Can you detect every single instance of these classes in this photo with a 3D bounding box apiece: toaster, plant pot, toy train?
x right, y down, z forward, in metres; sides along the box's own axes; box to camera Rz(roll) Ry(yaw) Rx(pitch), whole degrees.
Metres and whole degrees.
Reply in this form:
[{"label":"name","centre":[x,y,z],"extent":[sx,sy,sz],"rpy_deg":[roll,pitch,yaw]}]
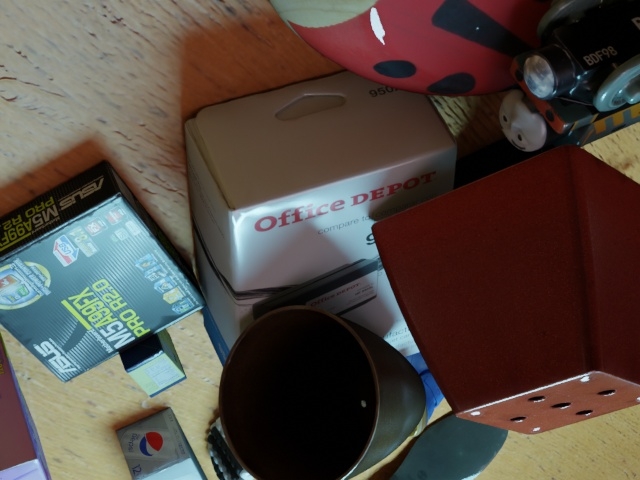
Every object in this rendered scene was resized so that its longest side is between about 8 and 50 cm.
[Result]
[{"label":"toaster","centre":[0.264,-0.042,1.831],"extent":[0.168,0.185,0.110],"rpy_deg":[-27,138,-2]},{"label":"plant pot","centre":[0.252,0.077,1.581],"extent":[0.267,0.235,0.267],"rpy_deg":[-23,153,31]},{"label":"plant pot","centre":[0.029,0.191,1.696],"extent":[0.215,0.215,0.230],"rpy_deg":[-43,156,20]},{"label":"toy train","centre":[0.339,-0.196,1.503],"extent":[0.334,0.142,0.190],"rpy_deg":[-25,157,-27]}]

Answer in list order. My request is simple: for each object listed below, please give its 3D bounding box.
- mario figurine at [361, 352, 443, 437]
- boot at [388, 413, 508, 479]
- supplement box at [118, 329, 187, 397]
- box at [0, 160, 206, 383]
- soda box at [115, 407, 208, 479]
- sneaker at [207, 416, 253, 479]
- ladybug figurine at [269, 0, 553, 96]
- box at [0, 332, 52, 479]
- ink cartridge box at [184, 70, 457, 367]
[{"label":"mario figurine","centre":[0.142,0.154,1.976],"extent":[0.320,0.198,0.170],"rpy_deg":[-35,142,-55]},{"label":"boot","centre":[0.201,0.383,2.389],"extent":[0.305,0.112,0.115],"rpy_deg":[-44,170,14]},{"label":"supplement box","centre":[-0.226,0.145,1.834],"extent":[0.056,0.083,0.083],"rpy_deg":[-28,142,2]},{"label":"box","centre":[-0.287,0.046,1.700],"extent":[0.216,0.060,0.270],"rpy_deg":[-29,143,1]},{"label":"soda box","centre":[-0.215,0.373,2.098],"extent":[0.091,0.098,0.286],"rpy_deg":[-23,142,-6]},{"label":"sneaker","centre":[-0.083,0.267,2.057],"extent":[0.118,0.110,0.292],"rpy_deg":[-11,141,-35]},{"label":"ladybug figurine","centre":[0.133,-0.278,1.491],"extent":[0.449,0.162,0.305],"rpy_deg":[14,127,-41]},{"label":"box","centre":[-0.412,0.272,1.762],"extent":[0.117,0.213,0.243],"rpy_deg":[-19,141,-11]},{"label":"ink cartridge box","centre":[0.000,0.000,1.733],"extent":[0.285,0.166,0.395],"rpy_deg":[-17,141,-14]}]
